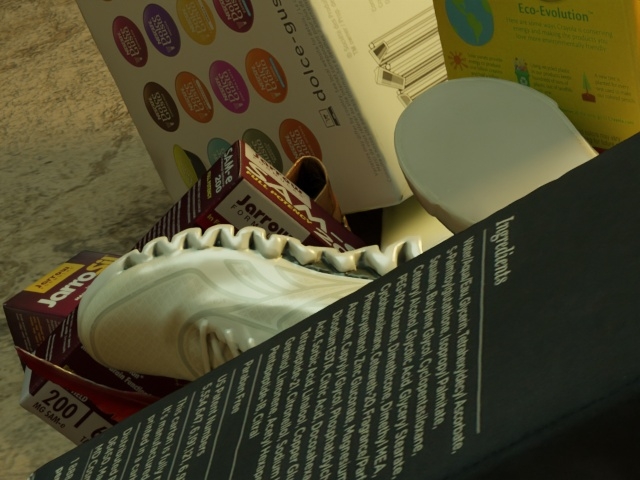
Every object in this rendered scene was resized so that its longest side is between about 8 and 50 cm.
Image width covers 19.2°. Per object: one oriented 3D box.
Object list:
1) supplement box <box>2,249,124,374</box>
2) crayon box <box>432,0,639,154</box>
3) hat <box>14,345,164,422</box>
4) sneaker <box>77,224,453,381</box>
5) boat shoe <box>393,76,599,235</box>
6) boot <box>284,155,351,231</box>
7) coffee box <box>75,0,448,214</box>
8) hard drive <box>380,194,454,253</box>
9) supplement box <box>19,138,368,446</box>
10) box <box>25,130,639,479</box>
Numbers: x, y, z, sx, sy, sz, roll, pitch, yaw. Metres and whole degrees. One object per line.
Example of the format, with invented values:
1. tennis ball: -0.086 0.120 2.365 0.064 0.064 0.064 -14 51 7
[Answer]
1. supplement box: -0.155 0.073 1.552 0.188 0.081 0.104 7 32 39
2. crayon box: 0.188 -0.129 1.404 0.081 0.318 0.202 -30 30 -33
3. hat: -0.050 0.121 1.267 0.208 0.183 0.173 -30 27 -31
4. sneaker: -0.020 0.062 1.243 0.292 0.110 0.118 -2 42 6
5. boat shoe: 0.184 0.016 1.341 0.127 0.158 0.340 -37 44 -11
6. boot: 0.000 0.000 1.538 0.073 0.152 0.197 -14 24 0
7. coffee box: 0.018 -0.231 1.719 0.338 0.337 0.334 -32 13 -34
8. hard drive: 0.165 0.011 1.557 0.233 0.047 0.353 -10 24 8
9. supplement box: -0.090 0.059 1.359 0.239 0.130 0.073 -46 19 15
10. box: 0.088 0.174 0.810 0.395 0.293 0.212 -31 20 18
